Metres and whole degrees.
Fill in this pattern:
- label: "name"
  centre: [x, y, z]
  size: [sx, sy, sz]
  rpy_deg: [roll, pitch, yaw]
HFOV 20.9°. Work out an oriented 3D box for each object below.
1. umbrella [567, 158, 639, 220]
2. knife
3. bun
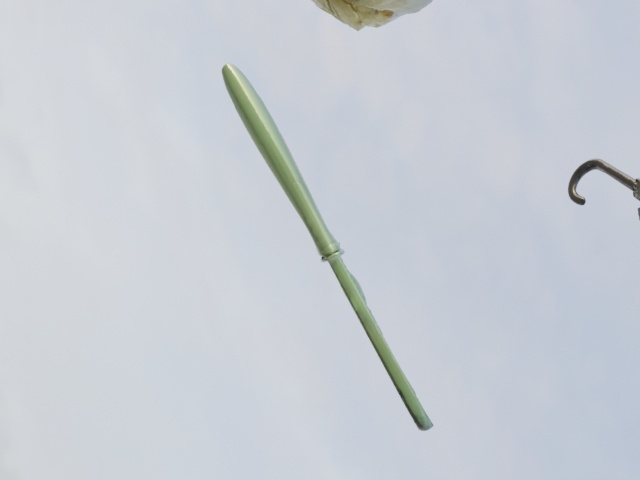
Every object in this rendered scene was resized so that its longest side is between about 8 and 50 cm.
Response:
- label: "umbrella"
  centre: [0.205, -0.004, 0.852]
  size: [0.044, 0.044, 0.269]
  rpy_deg: [34, -1, -33]
- label: "knife"
  centre: [0.002, -0.001, 1.148]
  size: [0.293, 0.019, 0.043]
  rpy_deg: [61, 0, 23]
- label: "bun"
  centre: [0.050, -0.297, 1.894]
  size: [0.222, 0.222, 0.128]
  rpy_deg: [-2, -96, 61]
